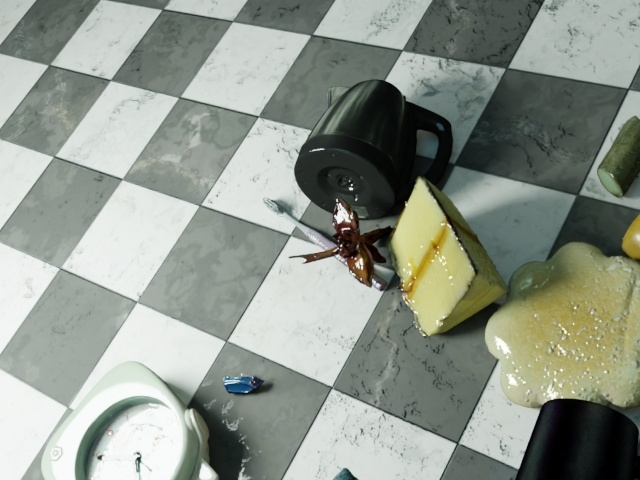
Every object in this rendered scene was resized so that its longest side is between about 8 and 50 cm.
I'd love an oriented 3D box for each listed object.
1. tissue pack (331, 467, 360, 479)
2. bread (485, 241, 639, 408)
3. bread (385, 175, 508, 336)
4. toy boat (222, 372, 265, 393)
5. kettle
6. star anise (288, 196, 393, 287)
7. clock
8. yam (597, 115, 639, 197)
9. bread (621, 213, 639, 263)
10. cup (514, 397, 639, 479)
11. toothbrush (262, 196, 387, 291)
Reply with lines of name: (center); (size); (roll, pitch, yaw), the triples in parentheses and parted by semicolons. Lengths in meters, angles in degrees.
tissue pack: (0.012, 0.467, 1.160); (0.257, 0.081, 0.185); (-44, 51, -9)
bread: (0.406, 0.142, 1.352); (0.316, 0.054, 0.316); (-17, 53, 24)
bread: (0.184, 0.036, 1.464); (0.178, 0.135, 0.240); (-39, 52, 19)
toy boat: (-0.140, 0.259, 1.554); (0.083, 0.038, 0.038); (-5, 57, 22)
kettle: (0.104, -0.204, 1.645); (0.250, 0.207, 0.271); (-1, 51, 31)
star anise: (0.041, 0.019, 1.590); (0.144, 0.140, 0.158); (-32, 34, 44)
clock: (-0.320, 0.389, 1.502); (0.324, 0.108, 0.265); (31, 74, 35)
yam: (0.538, -0.146, 1.493); (0.069, 0.070, 0.146); (25, 71, 34)
bread: (0.576, 0.007, 1.362); (0.134, 0.085, 0.173); (-39, 52, -3)
cup: (0.392, 0.353, 1.212); (0.166, 0.239, 0.177); (-35, 27, 57)
toothbrush: (0.000, 0.000, 1.661); (0.354, 0.029, 0.024); (36, 92, 36)
